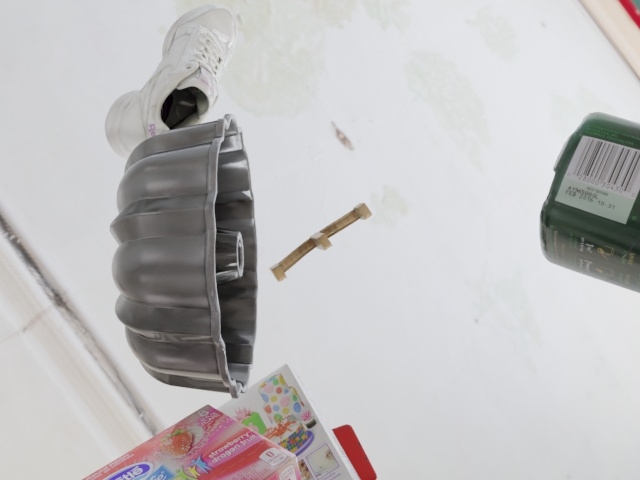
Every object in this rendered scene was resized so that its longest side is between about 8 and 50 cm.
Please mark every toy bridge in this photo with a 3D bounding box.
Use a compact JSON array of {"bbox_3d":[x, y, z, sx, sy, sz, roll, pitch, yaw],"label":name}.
[{"bbox_3d":[0.000,0.000,1.060,0.188,0.063,0.026,-36,-81,-9],"label":"toy bridge"}]

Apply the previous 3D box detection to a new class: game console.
[{"bbox_3d":[0.032,0.500,1.477,0.085,0.124,0.144,17,-147,-45],"label":"game console"}]

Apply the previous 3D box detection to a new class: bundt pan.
[{"bbox_3d":[-0.153,0.020,0.787,0.124,0.331,0.331,-3,-119,2],"label":"bundt pan"}]

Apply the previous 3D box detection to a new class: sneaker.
[{"bbox_3d":[-0.185,-0.238,0.995,0.114,0.152,0.305,50,-125,-40],"label":"sneaker"}]

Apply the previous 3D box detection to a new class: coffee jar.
[{"bbox_3d":[0.213,0.001,0.342,0.079,0.184,0.096,-61,-27,-11],"label":"coffee jar"}]

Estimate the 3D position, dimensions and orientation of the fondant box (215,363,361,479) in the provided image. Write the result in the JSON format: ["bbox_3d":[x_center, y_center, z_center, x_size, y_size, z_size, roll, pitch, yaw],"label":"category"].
[{"bbox_3d":[-0.078,0.457,1.362,0.330,0.238,0.096,57,-179,21],"label":"fondant box"}]

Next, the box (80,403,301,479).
[{"bbox_3d":[-0.166,0.297,0.591,0.300,0.154,0.142,-26,-64,-38],"label":"box"}]
